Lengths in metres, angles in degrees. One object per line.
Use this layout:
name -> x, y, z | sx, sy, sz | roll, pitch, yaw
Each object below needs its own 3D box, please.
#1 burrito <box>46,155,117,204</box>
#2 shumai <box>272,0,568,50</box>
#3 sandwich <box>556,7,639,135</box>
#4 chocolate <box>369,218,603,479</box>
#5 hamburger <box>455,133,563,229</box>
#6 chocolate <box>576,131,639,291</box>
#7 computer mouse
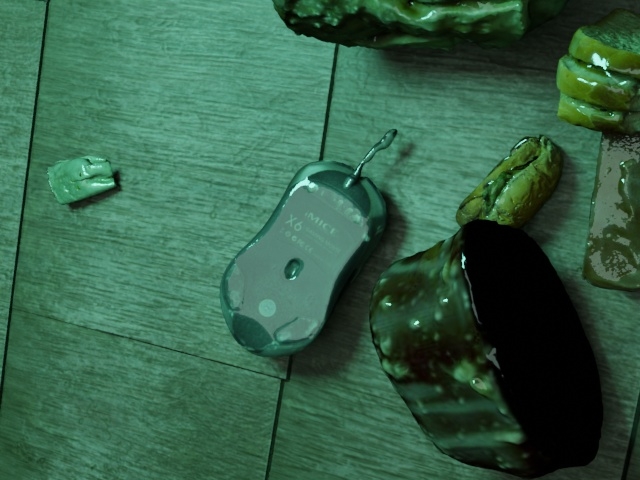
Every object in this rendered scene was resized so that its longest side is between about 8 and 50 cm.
burrito -> -0.378, -0.103, 1.502 | 0.118, 0.044, 0.074 | -14, 84, 25
shumai -> 0.149, -0.372, 1.118 | 0.348, 0.395, 0.395 | 33, 104, 18
sandwich -> 0.424, -0.176, 1.068 | 0.288, 0.254, 0.099 | 19, 119, 22
chocolate -> 0.191, 0.143, 1.197 | 0.210, 0.225, 0.340 | -21, 104, 38
hamburger -> 0.248, -0.054, 1.232 | 0.087, 0.102, 0.176 | 45, 107, 0
chocolate -> 0.378, -0.049, 1.158 | 0.093, 0.148, 0.214 | 10, 99, 15
computer mouse -> 0.000, 0.000, 1.340 | 0.167, 0.090, 0.379 | 38, 99, 10
